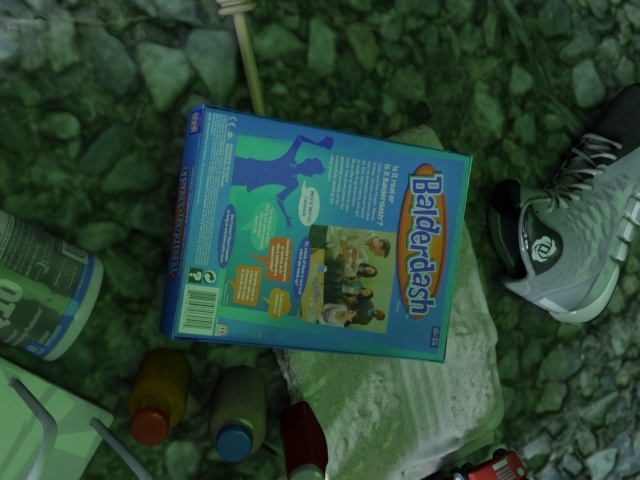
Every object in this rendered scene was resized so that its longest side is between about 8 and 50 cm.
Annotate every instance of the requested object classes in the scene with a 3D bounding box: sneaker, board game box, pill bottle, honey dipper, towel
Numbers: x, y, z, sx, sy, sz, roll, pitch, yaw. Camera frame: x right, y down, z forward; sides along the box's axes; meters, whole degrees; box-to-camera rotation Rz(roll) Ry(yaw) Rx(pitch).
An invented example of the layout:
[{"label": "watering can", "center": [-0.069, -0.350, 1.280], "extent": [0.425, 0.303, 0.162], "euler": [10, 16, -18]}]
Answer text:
[{"label": "sneaker", "center": [0.219, -0.049, 0.795], "extent": [0.132, 0.086, 0.229], "euler": [22, 85, -24]}, {"label": "board game box", "center": [0.000, 0.000, 0.660], "extent": [0.210, 0.047, 0.160], "euler": [9, 89, -21]}, {"label": "pill bottle", "center": [-0.217, 0.017, 0.586], "extent": [0.137, 0.078, 0.078], "euler": [29, 81, -25]}, {"label": "honey dipper", "center": [-0.053, -0.127, 0.685], "extent": [0.030, 0.030, 0.161], "euler": [-16, 105, -24]}, {"label": "towel", "center": [0.048, 0.067, 0.739], "extent": [0.187, 0.049, 0.282], "euler": [-22, 103, -24]}]

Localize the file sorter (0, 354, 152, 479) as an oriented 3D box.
[{"label": "file sorter", "center": [-0.267, 0.141, 0.519], "extent": [0.277, 0.173, 0.193], "euler": [34, 79, -24]}]

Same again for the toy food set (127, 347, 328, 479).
[{"label": "toy food set", "center": [-0.044, 0.182, 0.649], "extent": [0.111, 0.104, 0.232], "euler": [-23, 103, 3]}]

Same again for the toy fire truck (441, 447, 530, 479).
[{"label": "toy fire truck", "center": [0.133, 0.253, 0.746], "extent": [0.047, 0.192, 0.135], "euler": [-21, 75, -24]}]
